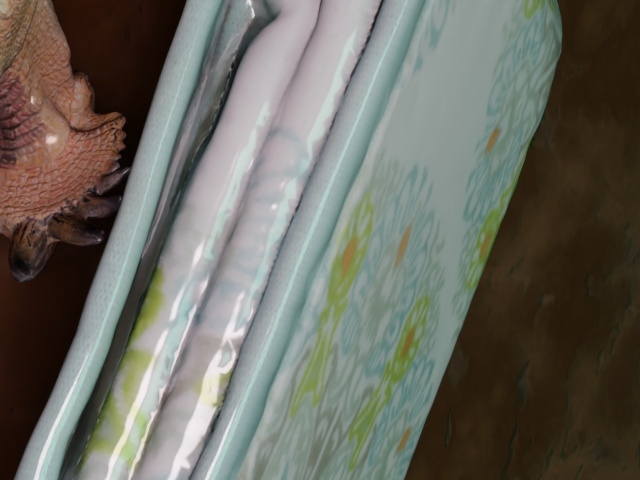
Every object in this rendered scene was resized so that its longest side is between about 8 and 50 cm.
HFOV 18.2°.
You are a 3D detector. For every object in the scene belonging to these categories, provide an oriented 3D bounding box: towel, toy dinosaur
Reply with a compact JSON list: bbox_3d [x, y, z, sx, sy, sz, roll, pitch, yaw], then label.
[{"bbox_3d":[0.000,0.000,0.856,0.320,0.090,0.374,53,58,-72],"label":"towel"},{"bbox_3d":[-0.166,-0.067,0.715,0.295,0.127,0.200,-5,110,-41],"label":"toy dinosaur"}]
